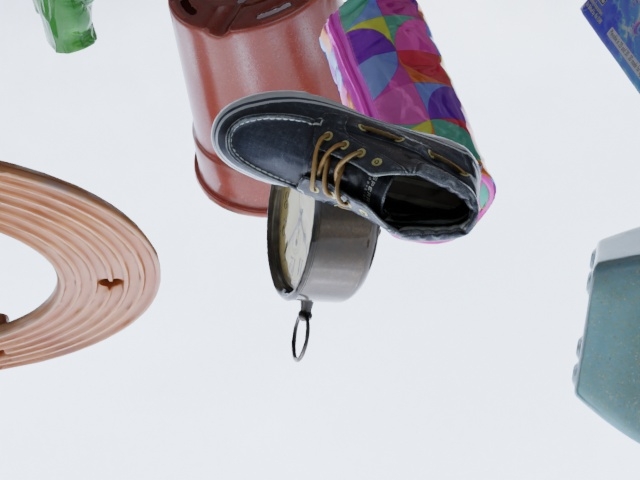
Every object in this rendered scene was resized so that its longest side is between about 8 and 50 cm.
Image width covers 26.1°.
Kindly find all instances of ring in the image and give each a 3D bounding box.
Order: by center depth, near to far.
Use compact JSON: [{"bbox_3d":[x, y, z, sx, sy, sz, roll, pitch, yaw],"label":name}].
[{"bbox_3d":[-0.260,0.015,0.783,0.336,0.336,0.032,-1,-113,-11],"label":"ring"}]

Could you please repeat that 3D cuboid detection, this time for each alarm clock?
[{"bbox_3d":[0.000,0.000,1.027,0.064,0.192,0.129,7,-165,-18],"label":"alarm clock"}]

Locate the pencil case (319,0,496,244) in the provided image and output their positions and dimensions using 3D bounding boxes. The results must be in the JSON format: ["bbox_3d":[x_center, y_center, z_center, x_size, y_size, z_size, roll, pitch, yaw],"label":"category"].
[{"bbox_3d":[0.069,-0.108,1.156,0.104,0.104,0.236,-5,-127,-17],"label":"pencil case"}]

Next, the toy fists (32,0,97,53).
[{"bbox_3d":[-0.401,-0.403,2.110,0.096,0.142,0.279,-17,-145,-9],"label":"toy fists"}]

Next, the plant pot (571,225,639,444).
[{"bbox_3d":[0.403,0.101,1.464,0.252,0.248,0.247,8,-166,11],"label":"plant pot"}]

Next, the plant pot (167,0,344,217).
[{"bbox_3d":[-0.059,-0.215,1.719,0.272,0.265,0.272,-8,-136,8],"label":"plant pot"}]

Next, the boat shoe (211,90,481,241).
[{"bbox_3d":[0.016,-0.049,0.891,0.183,0.065,0.083,11,-159,-1],"label":"boat shoe"}]

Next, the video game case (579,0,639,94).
[{"bbox_3d":[0.345,-0.202,1.086,0.061,0.244,0.269,28,-155,-30],"label":"video game case"}]
